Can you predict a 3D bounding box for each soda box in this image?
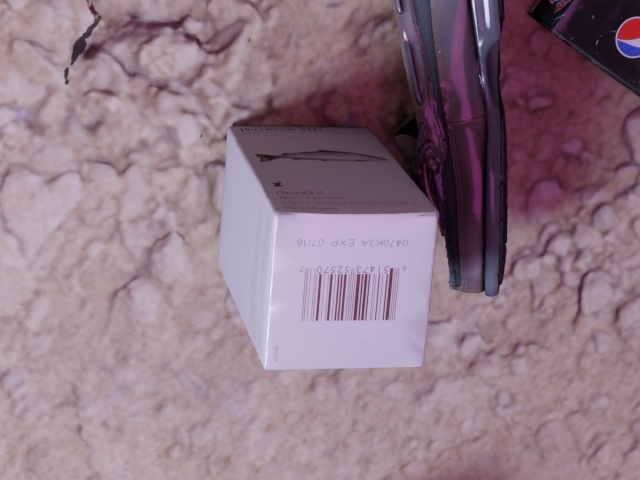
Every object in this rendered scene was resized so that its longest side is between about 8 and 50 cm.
[{"bbox_3d":[0.229,-0.130,1.168,0.169,0.053,0.060,32,99,-22],"label":"soda box"}]

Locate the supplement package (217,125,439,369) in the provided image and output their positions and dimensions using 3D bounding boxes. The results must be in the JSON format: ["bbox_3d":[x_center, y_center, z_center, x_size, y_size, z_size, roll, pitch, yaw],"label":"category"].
[{"bbox_3d":[0.000,0.000,1.092,0.105,0.179,0.105,-1,110,-13],"label":"supplement package"}]

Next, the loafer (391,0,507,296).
[{"bbox_3d":[0.083,-0.093,1.139,0.084,0.096,0.267,-1,104,8],"label":"loafer"}]
